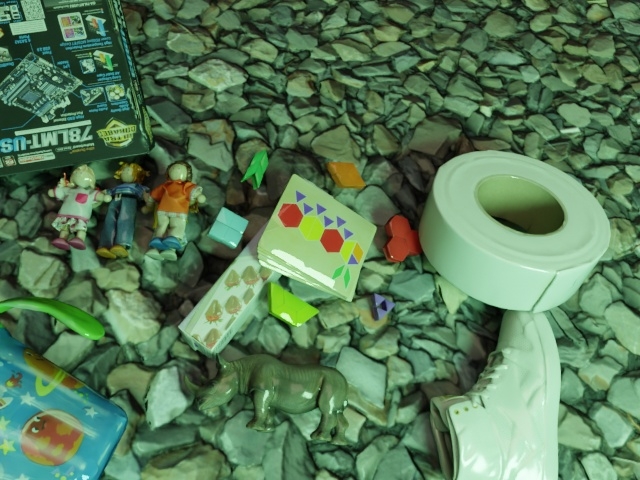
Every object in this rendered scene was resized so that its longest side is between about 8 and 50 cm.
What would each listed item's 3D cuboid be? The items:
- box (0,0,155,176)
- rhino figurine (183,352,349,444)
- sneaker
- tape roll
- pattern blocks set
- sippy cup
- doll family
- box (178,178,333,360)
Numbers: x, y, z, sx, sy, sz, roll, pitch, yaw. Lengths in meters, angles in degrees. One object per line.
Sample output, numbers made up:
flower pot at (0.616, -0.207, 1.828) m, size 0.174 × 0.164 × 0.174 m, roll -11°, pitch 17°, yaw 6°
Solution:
box at (-0.438, -0.258, 0.817) m, size 0.296 × 0.293 × 0.073 m, roll -10°, pitch 23°, yaw -3°
rhino figurine at (-0.073, 0.216, 0.755) m, size 0.243 × 0.073 × 0.106 m, roll 11°, pitch 67°, yaw -2°
sneaker at (0.248, 0.220, 0.781) m, size 0.169 × 0.108 × 0.292 m, roll 12°, pitch 64°, yaw -6°
tape roll at (0.310, -0.024, 0.872) m, size 0.286 × 0.100 × 0.286 m, roll 5°, pitch 45°, yaw -5°
pattern blocks set at (0.000, 0.000, 0.839) m, size 0.325 × 0.026 × 0.285 m, roll 39°, pitch 64°, yaw -14°
sippy cup at (-0.365, 0.239, 0.628) m, size 0.224 × 0.305 × 0.240 m, roll 27°, pitch 34°, yaw -7°
doll family at (-0.291, -0.054, 0.851) m, size 0.263 × 0.118 × 0.163 m, roll 0°, pitch 69°, yaw 12°
box at (-0.094, 0.039, 0.844) m, size 0.063 × 0.067 × 0.324 m, roll 34°, pitch 65°, yaw 8°
